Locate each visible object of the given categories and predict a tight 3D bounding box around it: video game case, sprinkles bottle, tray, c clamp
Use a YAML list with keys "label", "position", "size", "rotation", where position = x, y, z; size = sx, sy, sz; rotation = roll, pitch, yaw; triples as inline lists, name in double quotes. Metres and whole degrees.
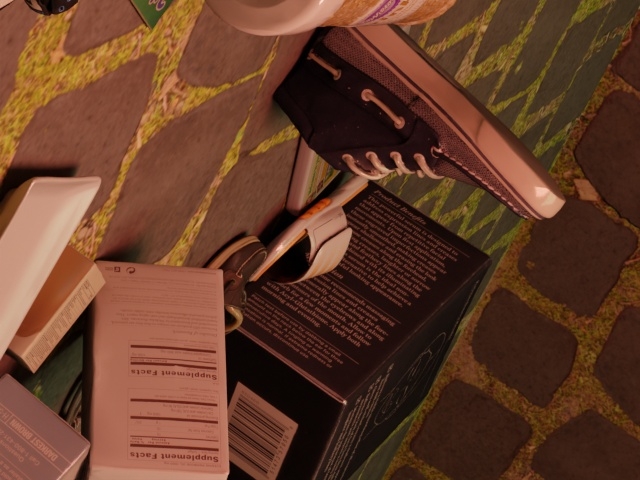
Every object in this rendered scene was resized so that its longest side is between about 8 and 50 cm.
- label: "video game case"
  position: [0.033, -0.151, 2.395]
  size: [0.193, 0.023, 0.212]
  rotation: [-47, 165, -32]
- label: "sprinkles bottle"
  position: [0.019, -0.234, 1.614]
  size: [0.121, 0.121, 0.355]
  rotation: [-60, 166, 17]
- label: "tray"
  position: [-0.295, 0.052, 1.738]
  size: [0.270, 0.030, 0.145]
  rotation: [-59, 165, 12]
- label: "c clamp"
  position: [-0.251, 0.184, 2.201]
  size: [0.137, 0.022, 0.160]
  rotation: [-57, 167, 4]

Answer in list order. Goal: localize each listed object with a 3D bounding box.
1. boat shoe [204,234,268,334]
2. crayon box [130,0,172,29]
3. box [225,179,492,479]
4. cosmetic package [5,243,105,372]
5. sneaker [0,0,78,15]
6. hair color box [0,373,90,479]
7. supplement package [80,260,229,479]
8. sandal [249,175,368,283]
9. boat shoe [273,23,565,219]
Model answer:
- label: "boat shoe"
  position: [-0.123, 0.079, 2.285]
  size: [0.223, 0.073, 0.080]
  rotation: [-43, 162, -40]
- label: "crayon box"
  position: [-0.041, -0.318, 1.648]
  size: [0.323, 0.083, 0.203]
  rotation: [-54, 166, -6]
- label: "box"
  position: [0.012, 0.156, 2.631]
  size: [0.395, 0.212, 0.293]
  rotation: [-40, 158, -46]
- label: "cosmetic package"
  position: [-0.258, 0.064, 1.865]
  size: [0.115, 0.041, 0.060]
  rotation: [-53, 165, -15]
- label: "sneaker"
  position: [-0.213, -0.184, 1.375]
  size: [0.217, 0.079, 0.121]
  rotation: [-49, 163, -33]
- label: "hair color box"
  position: [-0.382, 0.314, 1.807]
  size: [0.374, 0.113, 0.185]
  rotation: [-48, 173, -27]
- label: "supplement package"
  position: [-0.167, 0.160, 1.949]
  size: [0.139, 0.133, 0.244]
  rotation: [107, -16, -51]
- label: "sandal"
  position: [0.006, -0.006, 2.476]
  size: [0.102, 0.076, 0.265]
  rotation: [-42, 178, 41]
- label: "boat shoe"
  position: [0.100, -0.104, 2.115]
  size: [0.158, 0.340, 0.127]
  rotation: [-48, 156, 10]
